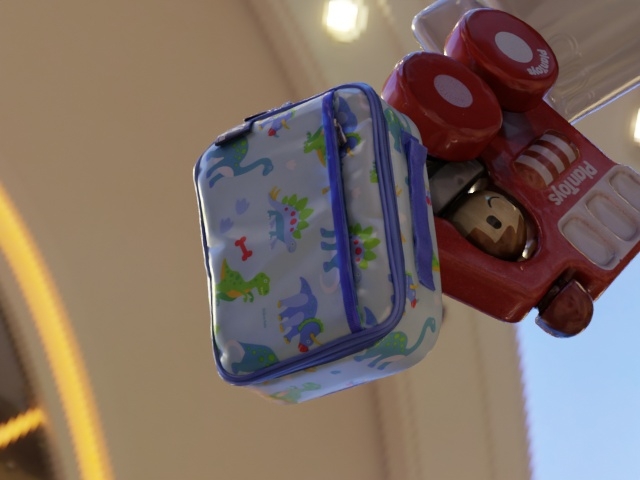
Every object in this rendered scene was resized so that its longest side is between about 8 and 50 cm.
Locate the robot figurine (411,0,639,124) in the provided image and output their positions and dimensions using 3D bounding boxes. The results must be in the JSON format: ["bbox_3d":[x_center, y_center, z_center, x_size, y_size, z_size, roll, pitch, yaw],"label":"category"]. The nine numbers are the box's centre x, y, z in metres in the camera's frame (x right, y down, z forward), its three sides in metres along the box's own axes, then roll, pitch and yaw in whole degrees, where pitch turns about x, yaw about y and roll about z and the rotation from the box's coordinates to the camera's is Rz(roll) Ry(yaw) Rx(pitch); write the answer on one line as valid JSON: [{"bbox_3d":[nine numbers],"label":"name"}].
[{"bbox_3d":[0.266,-0.240,1.833,0.353,0.199,0.300,-31,-20,-4],"label":"robot figurine"}]

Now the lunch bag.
[{"bbox_3d":[0.000,0.000,1.393,0.090,0.176,0.219,32,-133,-52],"label":"lunch bag"}]

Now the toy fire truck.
[{"bbox_3d":[0.155,-0.039,1.594,0.302,0.254,0.169,-40,-13,-52],"label":"toy fire truck"}]
